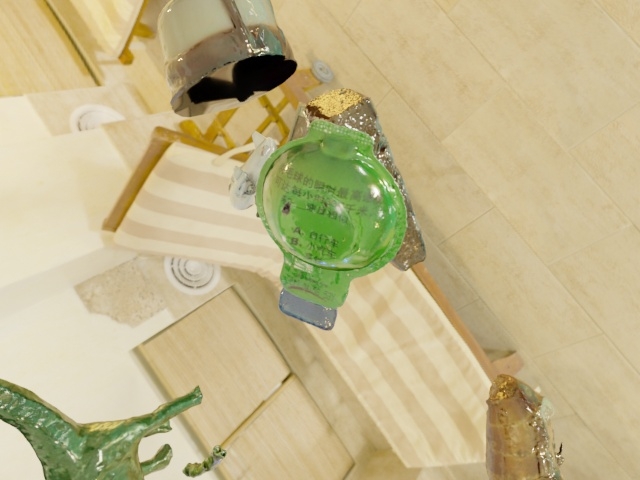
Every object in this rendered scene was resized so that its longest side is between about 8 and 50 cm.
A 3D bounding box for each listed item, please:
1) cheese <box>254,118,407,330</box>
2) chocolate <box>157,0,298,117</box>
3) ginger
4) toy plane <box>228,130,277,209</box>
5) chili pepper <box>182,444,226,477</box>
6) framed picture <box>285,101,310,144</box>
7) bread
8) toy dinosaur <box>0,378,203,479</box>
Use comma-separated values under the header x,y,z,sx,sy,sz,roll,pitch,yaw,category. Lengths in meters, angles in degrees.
x,y,z,sx,sy,sz,roll,pitch,yaw,category
0.000,0.000,0.538,0.204,0.083,0.320,20,129,11,cheese
-0.199,-0.394,0.811,0.284,0.283,0.186,-19,95,42,chocolate
0.500,0.526,0.930,0.254,0.176,0.418,-5,83,31,ginger
-0.209,-0.205,1.236,0.117,0.244,0.244,33,130,3,toy plane
-0.150,0.290,0.523,0.083,0.027,0.022,-40,51,23,chili pepper
-0.044,-0.266,1.238,0.209,0.019,0.281,32,110,41,framed picture
0.113,-0.119,0.870,0.416,0.113,0.165,60,179,-35,bread
-0.242,0.238,0.357,0.087,0.301,0.447,-4,84,29,toy dinosaur
